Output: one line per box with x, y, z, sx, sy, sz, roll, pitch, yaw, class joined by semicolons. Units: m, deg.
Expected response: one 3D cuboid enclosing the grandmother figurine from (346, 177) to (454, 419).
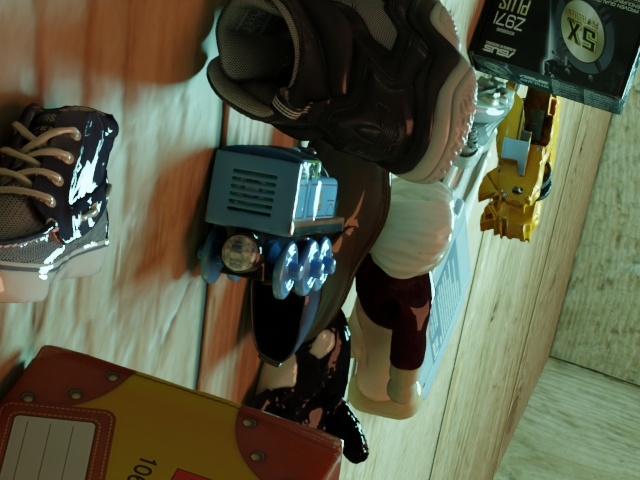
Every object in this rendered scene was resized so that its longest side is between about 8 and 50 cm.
0.067;0.039;1.625;0.342;0.104;0.207;100;-31;-65;grandmother figurine

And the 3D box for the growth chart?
0.176;-0.072;2.195;0.237;0.021;0.172;65;45;-72;growth chart

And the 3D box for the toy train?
-0.030;-0.017;1.297;0.184;0.080;0.105;-8;109;-75;toy train

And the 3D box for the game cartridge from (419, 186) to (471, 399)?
0.118;0.077;2.093;0.198;0.062;0.297;-63;165;-17;game cartridge

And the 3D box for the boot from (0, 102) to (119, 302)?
-0.145;-0.023;0.859;0.190;0.069;0.086;-40;140;-81;boot

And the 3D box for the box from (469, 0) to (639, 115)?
0.278;-0.242;2.023;0.077;0.180;0.147;48;62;-77;box

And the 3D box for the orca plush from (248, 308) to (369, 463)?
-0.013;0.187;1.585;0.151;0.102;0.287;14;95;-77;orca plush

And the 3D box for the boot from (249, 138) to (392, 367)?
0.000;0.000;1.431;0.106;0.082;0.219;-56;162;-58;boot

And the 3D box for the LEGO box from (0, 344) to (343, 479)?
-0.173;0.362;0.923;0.500;0.193;0.372;-59;161;-49;LEGO box

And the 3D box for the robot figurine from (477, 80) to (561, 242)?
0.253;-0.158;2.184;0.211;0.085;0.291;74;25;-69;robot figurine

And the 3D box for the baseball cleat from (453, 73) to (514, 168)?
0.169;-0.126;1.984;0.109;0.072;0.206;-68;165;14;baseball cleat

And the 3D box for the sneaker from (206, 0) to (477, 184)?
0.001;-0.148;1.187;0.101;0.153;0.268;-61;-150;31;sneaker
